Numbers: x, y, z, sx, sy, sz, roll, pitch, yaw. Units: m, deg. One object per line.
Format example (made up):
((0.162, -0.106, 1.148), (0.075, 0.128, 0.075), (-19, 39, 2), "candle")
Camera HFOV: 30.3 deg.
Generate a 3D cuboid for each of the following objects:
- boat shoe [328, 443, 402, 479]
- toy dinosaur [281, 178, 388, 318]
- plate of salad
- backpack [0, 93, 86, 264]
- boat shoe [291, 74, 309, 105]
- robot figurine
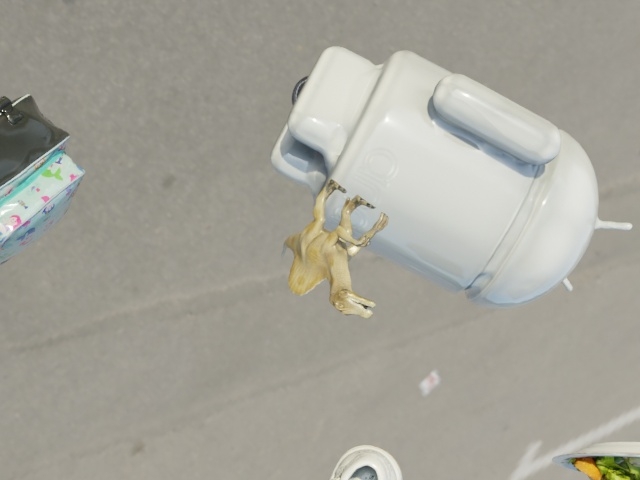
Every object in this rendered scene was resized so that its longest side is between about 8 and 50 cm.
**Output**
((0.001, 0.339, 1.185), (0.096, 0.098, 0.277), (33, 76, -79), "boat shoe")
((0.000, 0.000, 0.935), (0.053, 0.183, 0.092), (32, 94, -27), "toy dinosaur")
((0.296, 0.204, 0.994), (0.200, 0.200, 0.048), (37, 56, -59), "plate of salad")
((-0.489, -0.080, 1.798), (0.225, 0.191, 0.253), (-45, -173, -30), "backpack")
((0.090, -0.192, 1.642), (0.092, 0.285, 0.102), (27, 77, -73), "boat shoe")
((0.131, -0.059, 1.203), (0.199, 0.353, 0.300), (-65, -177, -26), "robot figurine")
